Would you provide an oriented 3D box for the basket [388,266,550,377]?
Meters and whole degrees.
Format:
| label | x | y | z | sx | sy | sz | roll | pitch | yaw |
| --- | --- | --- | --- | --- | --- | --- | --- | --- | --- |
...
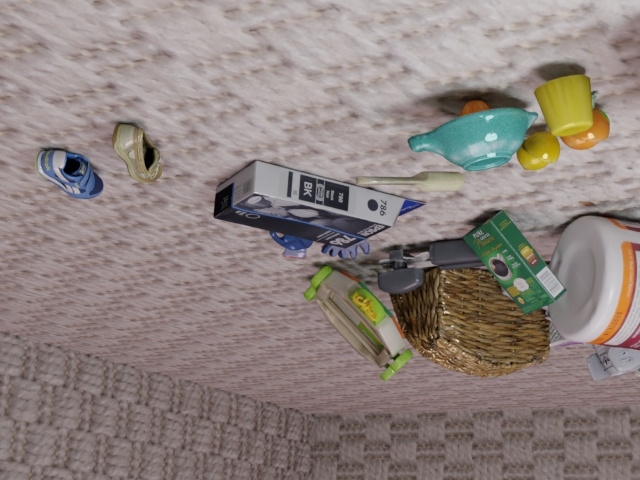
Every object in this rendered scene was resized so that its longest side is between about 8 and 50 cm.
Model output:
| label | x | y | z | sx | sy | sz | roll | pitch | yaw |
| --- | --- | --- | --- | --- | --- | --- | --- | --- | --- |
| basket | 0.318 | 0.191 | 2.181 | 0.299 | 0.213 | 0.223 | 12 | 160 | -26 |

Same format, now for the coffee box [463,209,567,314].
| label | x | y | z | sx | sy | sz | roll | pitch | yaw |
| --- | --- | --- | --- | --- | --- | --- | --- | --- | --- |
| coffee box | 0.344 | 0.040 | 1.791 | 0.040 | 0.184 | 0.113 | -38 | 177 | -24 |

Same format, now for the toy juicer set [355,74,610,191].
| label | x | y | z | sx | sy | sz | roll | pitch | yaw |
| --- | --- | --- | --- | --- | --- | --- | --- | --- | --- |
| toy juicer set | 0.230 | -0.140 | 1.369 | 0.329 | 0.089 | 0.209 | -17 | 168 | 30 |

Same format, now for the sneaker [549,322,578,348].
| label | x | y | z | sx | sy | sz | roll | pitch | yaw |
| --- | --- | --- | --- | --- | --- | --- | --- | --- | --- |
| sneaker | 0.570 | 0.226 | 2.444 | 0.282 | 0.102 | 0.161 | -6 | 163 | 28 |

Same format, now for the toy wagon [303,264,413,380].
| label | x | y | z | sx | sy | sz | roll | pitch | yaw |
| --- | --- | --- | --- | --- | --- | --- | --- | --- | --- |
| toy wagon | 0.088 | 0.166 | 2.147 | 0.267 | 0.068 | 0.344 | 46 | 163 | 8 |

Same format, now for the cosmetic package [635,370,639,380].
| label | x | y | z | sx | sy | sz | roll | pitch | yaw |
| --- | --- | --- | --- | --- | --- | --- | --- | --- | --- |
| cosmetic package | 0.894 | 0.246 | 2.345 | 0.310 | 0.160 | 0.113 | -4 | 162 | 24 |

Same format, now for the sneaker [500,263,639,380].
| label | x | y | z | sx | sy | sz | roll | pitch | yaw |
| --- | --- | --- | --- | --- | --- | --- | --- | --- | --- |
| sneaker | 0.550 | 0.171 | 2.077 | 0.366 | 0.210 | 0.137 | 7 | 162 | -11 |

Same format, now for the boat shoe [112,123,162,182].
| label | x | y | z | sx | sy | sz | roll | pitch | yaw |
| --- | --- | --- | --- | --- | --- | --- | --- | --- | --- |
| boat shoe | -0.267 | -0.129 | 1.529 | 0.048 | 0.056 | 0.153 | 4 | 156 | 13 |

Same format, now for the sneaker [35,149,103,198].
| label | x | y | z | sx | sy | sz | roll | pitch | yaw |
| --- | --- | --- | --- | --- | --- | --- | --- | --- | --- |
| sneaker | -0.393 | -0.106 | 1.629 | 0.059 | 0.053 | 0.144 | -8 | 160 | 27 |

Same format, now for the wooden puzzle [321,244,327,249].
| label | x | y | z | sx | sy | sz | roll | pitch | yaw |
| --- | --- | --- | --- | --- | --- | --- | --- | --- | --- |
| wooden puzzle | 0.034 | 0.013 | 2.005 | 0.049 | 0.006 | 0.083 | 9 | 162 | -17 |

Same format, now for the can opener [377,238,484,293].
| label | x | y | z | sx | sy | sz | roll | pitch | yaw |
| --- | --- | --- | --- | --- | --- | --- | --- | --- | --- |
| can opener | 0.243 | 0.053 | 1.947 | 0.284 | 0.095 | 0.076 | -7 | 161 | 30 |

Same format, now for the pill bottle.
| label | x | y | z | sx | sy | sz | roll | pitch | yaw |
| --- | --- | --- | --- | --- | --- | --- | --- | --- | --- |
| pill bottle | 0.624 | 0.091 | 1.785 | 0.392 | 0.224 | 0.224 | 8 | 162 | -14 |

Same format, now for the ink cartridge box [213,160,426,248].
| label | x | y | z | sx | sy | sz | roll | pitch | yaw |
| --- | --- | --- | --- | --- | --- | --- | --- | --- | --- |
| ink cartridge box | 0.001 | -0.051 | 1.719 | 0.333 | 0.065 | 0.165 | 11 | 161 | -26 |

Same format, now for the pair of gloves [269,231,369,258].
| label | x | y | z | sx | sy | sz | roll | pitch | yaw |
| --- | --- | --- | --- | --- | --- | --- | --- | --- | --- |
| pair of gloves | 0.000 | 0.000 | 1.931 | 0.198 | 0.023 | 0.159 | 4 | 157 | -4 |
